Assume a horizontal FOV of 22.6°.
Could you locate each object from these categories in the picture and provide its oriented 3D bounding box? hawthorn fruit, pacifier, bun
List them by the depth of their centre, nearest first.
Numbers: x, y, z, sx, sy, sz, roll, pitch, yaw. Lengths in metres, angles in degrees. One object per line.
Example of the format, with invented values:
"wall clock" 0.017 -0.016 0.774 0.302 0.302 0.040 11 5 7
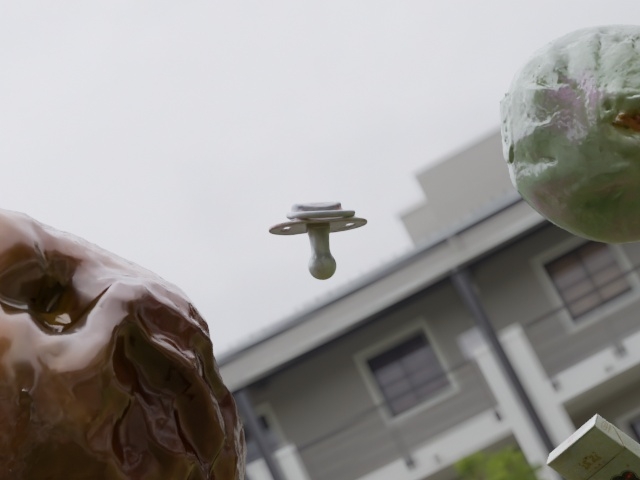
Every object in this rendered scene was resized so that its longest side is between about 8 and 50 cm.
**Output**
"hawthorn fruit" -0.273 0.199 1.305 0.471 0.472 0.472 -23 -20 -9
"pacifier" 0.000 0.000 1.575 0.099 0.078 0.081 -2 -7 -15
"bun" 0.371 -0.146 2.025 0.293 0.293 0.187 -27 -14 2

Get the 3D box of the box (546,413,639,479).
"box" 0.344 0.267 1.778 0.090 0.167 0.024 -50 7 39
